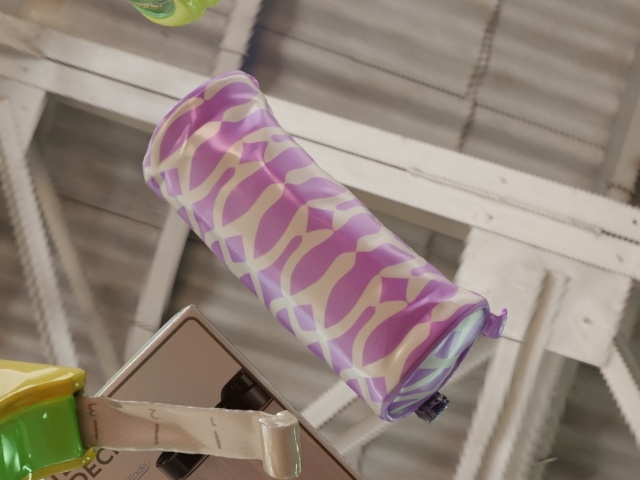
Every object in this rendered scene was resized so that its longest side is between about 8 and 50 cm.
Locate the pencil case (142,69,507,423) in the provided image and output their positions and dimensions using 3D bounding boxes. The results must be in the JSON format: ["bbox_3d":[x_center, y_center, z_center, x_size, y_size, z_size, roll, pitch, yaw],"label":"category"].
[{"bbox_3d":[0.000,0.000,0.786,0.088,0.086,0.206,-39,-108,-24],"label":"pencil case"}]

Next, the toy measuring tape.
[{"bbox_3d":[-0.179,0.127,0.916,0.330,0.121,0.121,4,-96,24],"label":"toy measuring tape"}]

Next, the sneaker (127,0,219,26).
[{"bbox_3d":[-0.166,-0.269,0.976,0.109,0.123,0.295,-43,-99,8],"label":"sneaker"}]

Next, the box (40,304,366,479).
[{"bbox_3d":[-0.059,0.209,1.109,0.169,0.087,0.290,-44,-88,-17],"label":"box"}]
